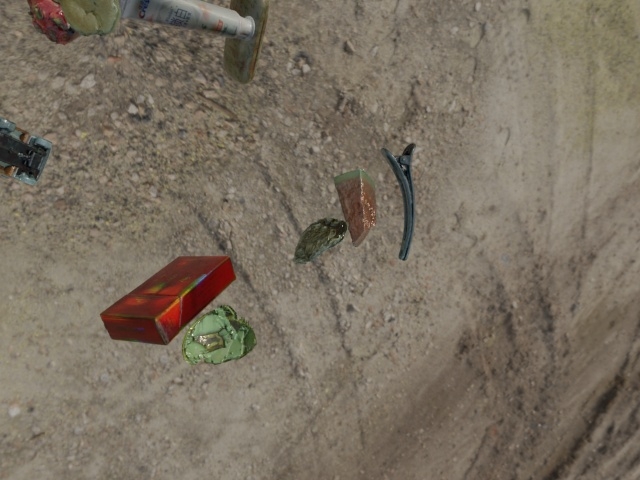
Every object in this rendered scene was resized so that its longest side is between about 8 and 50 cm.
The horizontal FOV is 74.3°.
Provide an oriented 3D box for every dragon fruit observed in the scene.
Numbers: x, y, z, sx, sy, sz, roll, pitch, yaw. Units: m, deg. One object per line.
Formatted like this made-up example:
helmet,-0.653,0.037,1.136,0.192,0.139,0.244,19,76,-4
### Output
dragon fruit,-0.887,-0.765,1.418,0.166,0.160,0.172,-35,117,12

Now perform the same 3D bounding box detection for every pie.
pie,-0.341,-0.345,0.627,0.084,0.020,0.084,-3,114,-6

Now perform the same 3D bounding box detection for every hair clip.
hair clip,0.166,-0.071,0.831,0.070,0.039,0.230,-12,103,-14

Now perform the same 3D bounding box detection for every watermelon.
watermelon,0.136,-0.096,1.507,0.139,0.257,0.193,-14,158,22

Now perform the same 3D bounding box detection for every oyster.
oyster,0.000,0.000,1.178,0.177,0.125,0.064,-19,128,30

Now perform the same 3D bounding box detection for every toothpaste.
toothpaste,-0.304,-0.534,0.999,0.323,0.066,0.100,-11,164,-43

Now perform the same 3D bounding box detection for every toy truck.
toy truck,-0.815,-0.239,1.025,0.162,0.305,0.136,20,85,0

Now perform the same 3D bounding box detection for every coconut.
coconut,-0.222,0.212,0.936,0.158,0.133,0.055,7,154,-15

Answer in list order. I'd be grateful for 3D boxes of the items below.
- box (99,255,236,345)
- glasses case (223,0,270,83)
box,-0.401,0.148,1.155,0.197,0.313,0.089,-1,117,25
glasses case,-0.308,-0.836,1.722,0.098,0.156,0.425,-42,169,-37
